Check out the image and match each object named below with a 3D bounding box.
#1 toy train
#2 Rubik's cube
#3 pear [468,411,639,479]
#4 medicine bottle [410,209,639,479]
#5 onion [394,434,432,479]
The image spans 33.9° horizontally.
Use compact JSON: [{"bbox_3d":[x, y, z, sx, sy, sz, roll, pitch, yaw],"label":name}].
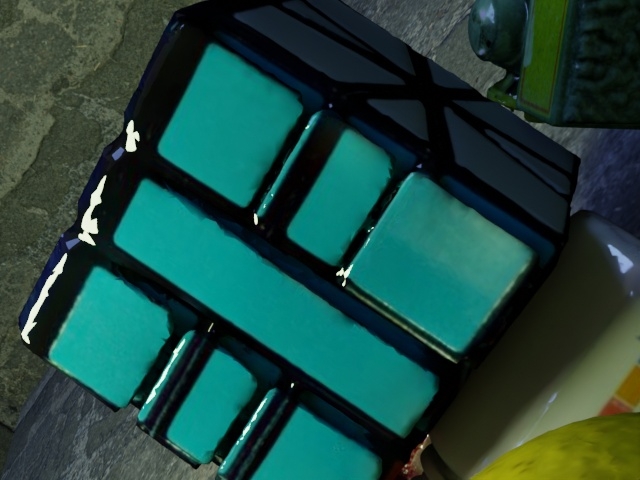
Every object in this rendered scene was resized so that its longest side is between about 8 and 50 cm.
[{"bbox_3d":[0.261,-0.164,0.859,0.188,0.271,0.159,-130,43,-66],"label":"toy train"},{"bbox_3d":[0.000,0.000,0.784,0.283,0.288,0.293,-57,-3,19],"label":"Rubik's cube"},{"bbox_3d":[0.145,0.265,0.381,0.362,0.362,0.418,-49,31,28],"label":"pear"},{"bbox_3d":[0.176,0.137,0.763,0.293,0.170,0.170,-57,19,7],"label":"medicine bottle"},{"bbox_3d":[0.092,0.199,1.004,0.098,0.151,0.206,38,112,37],"label":"onion"}]
